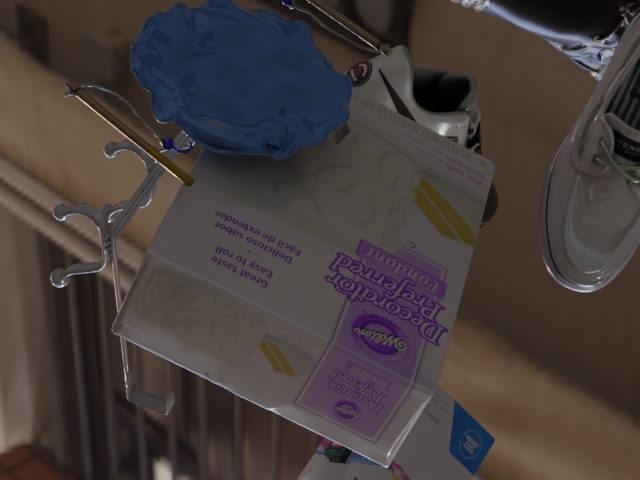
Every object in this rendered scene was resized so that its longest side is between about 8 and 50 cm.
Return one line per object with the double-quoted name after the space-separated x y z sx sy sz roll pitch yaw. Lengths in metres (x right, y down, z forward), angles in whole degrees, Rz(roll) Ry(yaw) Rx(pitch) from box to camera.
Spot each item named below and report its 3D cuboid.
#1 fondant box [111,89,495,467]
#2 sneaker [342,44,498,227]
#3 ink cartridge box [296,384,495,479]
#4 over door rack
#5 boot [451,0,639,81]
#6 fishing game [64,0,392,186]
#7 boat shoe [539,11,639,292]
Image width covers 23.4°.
0.000 0.000 1.271 0.238 0.096 0.330 27 -142 -4 "fondant box"
0.144 -0.118 1.801 0.146 0.330 0.122 -35 -127 20 "sneaker"
0.057 0.250 1.542 0.078 0.134 0.231 1 -128 57 "ink cartridge box"
-0.201 0.009 1.803 0.108 0.324 0.239 11 -133 24 "over door rack"
0.343 -0.361 2.076 0.284 0.377 0.138 25 -108 -2 "boot"
-0.063 -0.128 1.264 0.189 0.041 0.264 35 -132 15 "fishing game"
0.220 -0.072 1.134 0.083 0.226 0.076 17 178 0 "boat shoe"
